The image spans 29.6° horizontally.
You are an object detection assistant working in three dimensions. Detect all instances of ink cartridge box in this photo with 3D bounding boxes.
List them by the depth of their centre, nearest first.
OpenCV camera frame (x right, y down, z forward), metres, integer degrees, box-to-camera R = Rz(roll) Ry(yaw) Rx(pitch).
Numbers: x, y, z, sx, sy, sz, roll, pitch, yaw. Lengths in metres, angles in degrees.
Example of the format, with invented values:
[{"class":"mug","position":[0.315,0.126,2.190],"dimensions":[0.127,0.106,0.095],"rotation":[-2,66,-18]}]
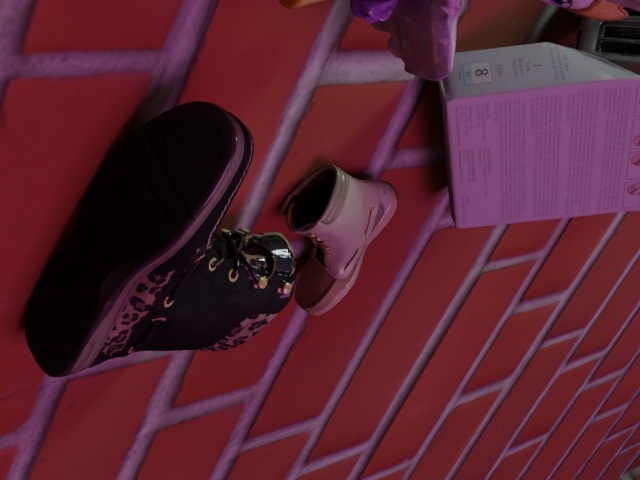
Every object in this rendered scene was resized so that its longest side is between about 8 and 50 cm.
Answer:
[{"class":"ink cartridge box","position":[0.362,-0.151,1.662],"dimensions":[0.385,0.091,0.308],"rotation":[-7,147,5]}]

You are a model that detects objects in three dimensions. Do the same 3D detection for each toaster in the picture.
[{"class":"toaster","position":[0.436,-0.263,1.667],"dimensions":[0.110,0.186,0.168],"rotation":[74,30,-53]}]

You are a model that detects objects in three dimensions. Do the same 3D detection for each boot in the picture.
[{"class":"boot","position":[-0.137,0.008,1.384],"dimensions":[0.284,0.138,0.377],"rotation":[3,130,-52]},{"class":"boot","position":[0.000,0.000,1.612],"dimensions":[0.213,0.077,0.165],"rotation":[-57,149,12]}]

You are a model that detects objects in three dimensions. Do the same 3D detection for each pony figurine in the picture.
[{"class":"pony figurine","position":[0.095,-0.282,1.151],"dimensions":[0.363,0.351,0.302],"rotation":[2,113,-25]}]
